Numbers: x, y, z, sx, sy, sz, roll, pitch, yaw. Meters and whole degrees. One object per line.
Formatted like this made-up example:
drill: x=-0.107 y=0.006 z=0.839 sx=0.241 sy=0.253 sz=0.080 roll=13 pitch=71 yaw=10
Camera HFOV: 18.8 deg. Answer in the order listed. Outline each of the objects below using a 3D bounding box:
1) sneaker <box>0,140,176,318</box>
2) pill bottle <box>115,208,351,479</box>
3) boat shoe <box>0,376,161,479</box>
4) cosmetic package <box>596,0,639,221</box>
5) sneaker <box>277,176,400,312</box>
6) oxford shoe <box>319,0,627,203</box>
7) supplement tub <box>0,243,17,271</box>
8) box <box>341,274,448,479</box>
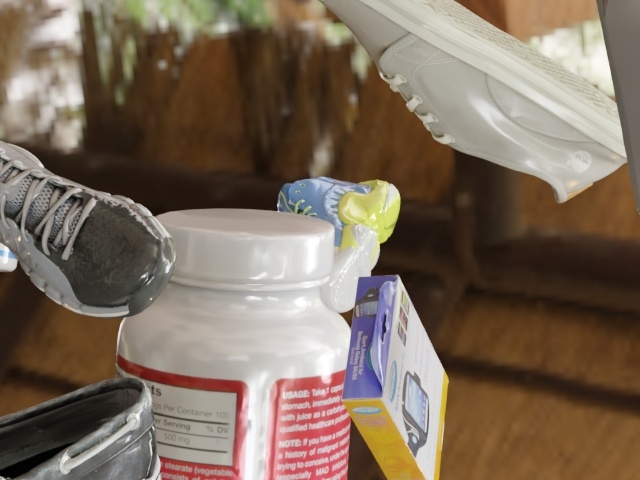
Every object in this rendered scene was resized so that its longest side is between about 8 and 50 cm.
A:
sneaker: x=-0.208 y=-0.024 z=1.302 sx=0.229 sy=0.086 sz=0.132 roll=26 pitch=174 yaw=39
pill bottle: x=-0.085 y=0.182 z=1.858 sx=0.229 sy=0.407 sz=0.229 roll=4 pitch=-171 yaw=-1
boat shoe: x=-0.236 y=0.163 z=1.225 sx=0.306 sy=0.105 sz=0.113 roll=-14 pitch=-149 yaw=-28
cosmetic package: x=0.360 y=-0.101 z=0.968 sx=0.394 sy=0.327 sz=0.329 roll=-9 pitch=167 yaw=3
sneaker: x=0.000 y=0.000 z=2.078 sx=0.126 sy=0.091 sz=0.240 roll=13 pitch=-154 yaw=12
oxford shoe: x=0.125 y=-0.177 z=1.998 sx=0.449 sy=0.130 sz=0.169 roll=31 pitch=-162 yaw=-12
supplement tub: x=-0.299 y=-0.029 z=1.734 sx=0.071 sy=0.107 sz=0.071 roll=7 pitch=175 yaw=1
box: x=0.042 y=0.081 z=1.102 sx=0.028 sy=0.136 sz=0.081 roll=-5 pitch=-125 yaw=20
